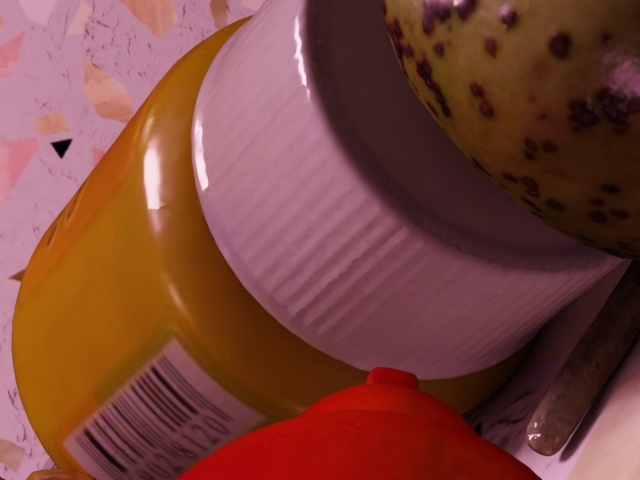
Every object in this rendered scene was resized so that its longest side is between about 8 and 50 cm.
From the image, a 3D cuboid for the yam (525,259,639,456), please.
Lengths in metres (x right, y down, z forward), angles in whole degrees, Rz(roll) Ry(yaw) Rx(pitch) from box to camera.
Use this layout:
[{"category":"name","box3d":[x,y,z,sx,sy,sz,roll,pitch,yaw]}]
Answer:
[{"category":"yam","box3d":[0.122,0.042,0.798,0.116,0.021,0.021,-56,9,-14]}]

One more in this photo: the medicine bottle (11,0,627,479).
[{"category":"medicine bottle","box3d":[0.000,0.000,0.924,0.224,0.224,0.384,-59,8,-32]}]

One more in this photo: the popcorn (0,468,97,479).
[{"category":"popcorn","box3d":[-0.163,0.232,0.899,0.192,0.233,0.266,135,139,-68]}]

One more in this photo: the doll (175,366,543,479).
[{"category":"doll","box3d":[0.005,0.143,0.516,0.363,0.160,0.182,-75,-2,-62]}]

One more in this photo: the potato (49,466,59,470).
[{"category":"potato","box3d":[-0.142,0.213,1.115,0.197,0.148,0.228,-28,1,-34]}]

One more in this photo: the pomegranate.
[{"category":"pomegranate","box3d":[0.149,-0.107,0.661,0.248,0.214,0.214,-34,18,36]}]
